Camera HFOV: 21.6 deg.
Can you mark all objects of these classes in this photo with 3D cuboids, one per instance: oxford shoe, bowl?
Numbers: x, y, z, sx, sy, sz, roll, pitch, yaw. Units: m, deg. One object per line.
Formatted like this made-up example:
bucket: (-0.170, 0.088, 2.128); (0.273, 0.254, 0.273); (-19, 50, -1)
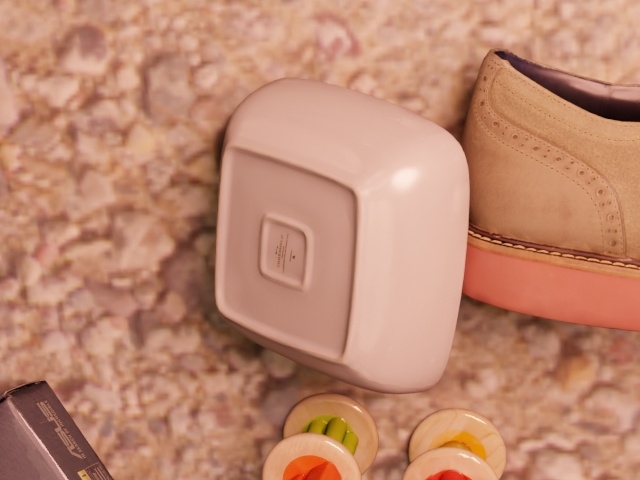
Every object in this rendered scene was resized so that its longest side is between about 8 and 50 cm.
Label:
oxford shoe: (0.231, -0.024, 0.762); (0.348, 0.123, 0.130); (3, 106, 9)
bowl: (0.000, 0.000, 0.810); (0.142, 0.053, 0.142); (21, 114, 38)

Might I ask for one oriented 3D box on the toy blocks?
toy blocks: (0.027, 0.131, 0.832); (0.123, 0.148, 0.054); (5, 108, 8)

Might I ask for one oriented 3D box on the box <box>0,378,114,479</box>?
box: (-0.162, 0.221, 0.909); (0.183, 0.059, 0.233); (-36, 85, 13)
